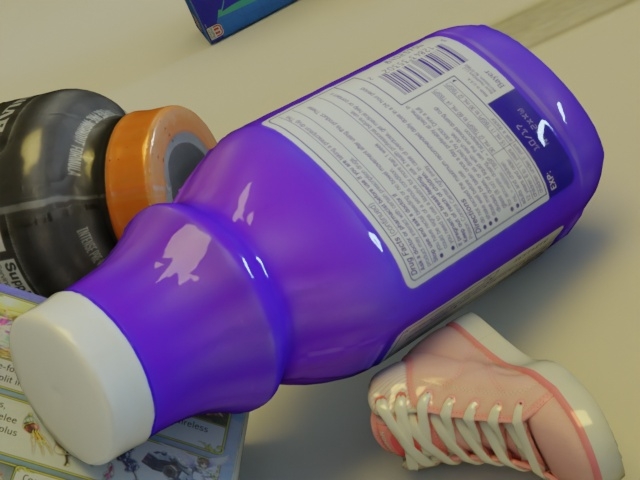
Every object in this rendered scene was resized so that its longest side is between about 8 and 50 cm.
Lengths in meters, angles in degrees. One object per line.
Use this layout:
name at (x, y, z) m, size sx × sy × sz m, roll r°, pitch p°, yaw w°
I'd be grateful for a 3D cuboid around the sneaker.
sneaker at (0.063, 0.076, 0.584) m, size 0.070 × 0.051 × 0.134 m, roll -28°, pitch 24°, yaw -12°

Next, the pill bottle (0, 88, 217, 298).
pill bottle at (-0.174, -0.011, 0.806) m, size 0.246 × 0.130 × 0.130 m, roll -9°, pitch 35°, yaw 24°

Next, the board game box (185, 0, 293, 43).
board game box at (-0.023, -0.260, 1.039) m, size 0.210 × 0.160 × 0.047 m, roll -29°, pitch 32°, yaw -5°

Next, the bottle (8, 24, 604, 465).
bottle at (0.000, 0.000, 0.630) m, size 0.283 × 0.092 × 0.118 m, roll -31°, pitch 71°, yaw -35°

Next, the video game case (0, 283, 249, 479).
video game case at (-0.172, 0.107, 0.554) m, size 0.270 × 0.061 × 0.244 m, roll 18°, pitch 37°, yaw -7°
